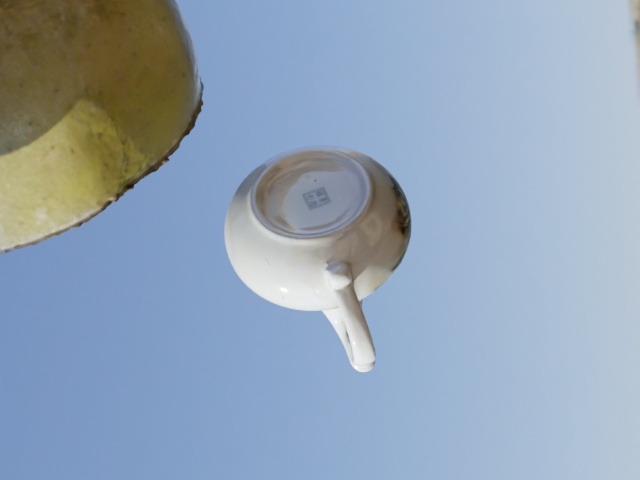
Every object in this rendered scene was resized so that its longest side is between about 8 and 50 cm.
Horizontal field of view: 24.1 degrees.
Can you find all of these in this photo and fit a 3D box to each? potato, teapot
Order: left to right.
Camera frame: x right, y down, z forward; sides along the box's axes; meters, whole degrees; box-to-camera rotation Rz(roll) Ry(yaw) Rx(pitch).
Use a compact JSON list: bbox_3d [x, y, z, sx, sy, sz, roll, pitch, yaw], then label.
[{"bbox_3d":[-0.392,-0.238,1.893,0.385,0.442,0.319,41,157,40],"label":"potato"},{"bbox_3d":[0.000,0.000,1.629,0.139,0.204,0.298,83,173,-50],"label":"teapot"}]
